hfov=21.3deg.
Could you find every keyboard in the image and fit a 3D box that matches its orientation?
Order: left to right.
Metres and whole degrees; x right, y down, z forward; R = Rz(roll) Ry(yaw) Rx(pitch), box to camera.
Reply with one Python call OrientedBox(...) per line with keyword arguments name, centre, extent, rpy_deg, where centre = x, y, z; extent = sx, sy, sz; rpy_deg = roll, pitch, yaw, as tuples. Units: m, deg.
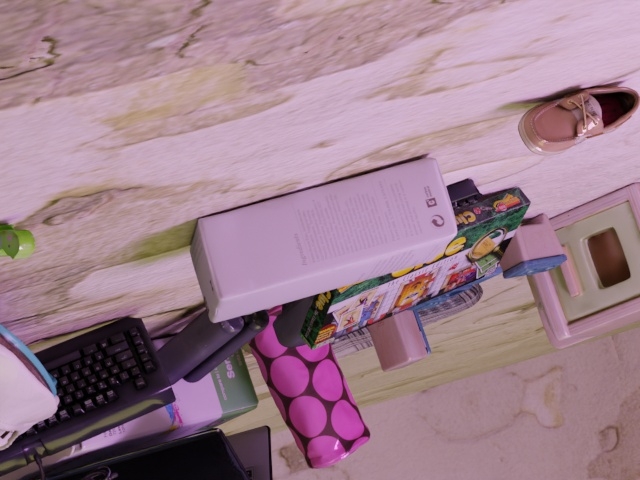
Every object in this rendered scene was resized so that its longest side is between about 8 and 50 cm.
OrientedBox(name="keyboard", centre=(-0.307, 0.209, 1.794), extent=(0.317, 0.201, 0.033), rpy_deg=(-23, 147, -8))
OrientedBox(name="keyboard", centre=(0.079, -0.022, 1.763), extent=(0.180, 0.023, 0.108), rpy_deg=(-21, 169, 9))

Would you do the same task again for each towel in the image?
OrientedBox(name="towel", centre=(0.059, 0.108, 2.305), extent=(0.324, 0.056, 0.312), rpy_deg=(-18, 170, 6))

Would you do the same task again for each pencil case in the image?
OrientedBox(name="pencil case", centre=(-0.012, 0.170, 2.082), extent=(0.098, 0.209, 0.095), rpy_deg=(-23, -179, -43))

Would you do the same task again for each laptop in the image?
OrientedBox(name="laptop", centre=(-0.273, 0.295, 2.185), extent=(0.382, 0.236, 0.408), rpy_deg=(-16, -159, 3))

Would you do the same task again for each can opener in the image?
OrientedBox(name="can opener", centre=(-0.090, 0.112, 1.941), extent=(0.076, 0.095, 0.283), rpy_deg=(-4, 154, -42))

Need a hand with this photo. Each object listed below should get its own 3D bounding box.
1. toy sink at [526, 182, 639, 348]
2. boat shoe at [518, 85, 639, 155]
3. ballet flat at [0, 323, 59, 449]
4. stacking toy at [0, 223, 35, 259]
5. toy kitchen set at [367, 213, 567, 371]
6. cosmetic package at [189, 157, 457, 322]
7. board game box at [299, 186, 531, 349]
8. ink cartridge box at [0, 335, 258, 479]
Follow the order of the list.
OrientedBox(name="toy sink", centre=(0.348, 0.038, 2.170), extent=(0.234, 0.152, 0.131), rpy_deg=(-23, 168, 32))
OrientedBox(name="boat shoe", centre=(0.229, -0.111, 1.496), extent=(0.135, 0.050, 0.045), rpy_deg=(-22, 171, -40))
OrientedBox(name="ballet flat", centre=(-0.323, 0.151, 1.609), extent=(0.139, 0.139, 0.400), rpy_deg=(-17, 172, -7))
OrientedBox(name="stacking toy", centre=(-0.345, 0.043, 1.308), extent=(0.221, 0.052, 0.167), rpy_deg=(-26, 167, 34))
OrientedBox(name="toy kitchen set", centre=(0.180, 0.065, 2.098), extent=(0.166, 0.122, 0.207), rpy_deg=(-8, 166, -43))
OrientedBox(name="cosmetic package", centre=(0.000, 0.000, 1.581), extent=(0.231, 0.085, 0.117), rpy_deg=(-14, 169, -12))
OrientedBox(name="board game box", centre=(0.103, 0.030, 1.842), extent=(0.260, 0.030, 0.136), rpy_deg=(-21, 149, -29))
OrientedBox(name="ink cartridge box", centre=(-0.252, 0.204, 2.103), extent=(0.278, 0.117, 0.201), rpy_deg=(-9, 167, -43))
